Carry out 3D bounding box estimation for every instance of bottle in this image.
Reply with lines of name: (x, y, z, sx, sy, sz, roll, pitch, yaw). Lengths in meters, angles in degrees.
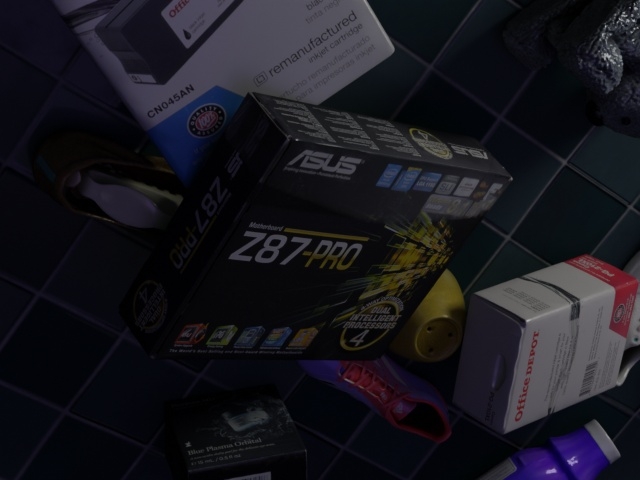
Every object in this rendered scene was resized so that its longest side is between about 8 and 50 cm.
bottle: (0.297, 0.363, 2.083, 0.283, 0.092, 0.118, -35, 122, 1)

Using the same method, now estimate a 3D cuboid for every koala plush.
koala plush: (0.378, -0.214, 1.768, 0.203, 0.196, 0.221, -38, 118, -8)

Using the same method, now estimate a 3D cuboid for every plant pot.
plant pot: (0.137, 0.107, 1.900, 0.134, 0.095, 0.134, -8, 118, -14)

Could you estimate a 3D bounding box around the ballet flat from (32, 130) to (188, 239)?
ballet flat: (-0.172, -0.041, 1.707, 0.342, 0.124, 0.116, 19, 109, -26)

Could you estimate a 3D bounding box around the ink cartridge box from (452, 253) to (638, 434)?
ink cartridge box: (0.297, 0.134, 1.915, 0.237, 0.100, 0.172, -15, 123, -39)

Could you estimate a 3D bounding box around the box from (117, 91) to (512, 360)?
box: (0.000, 0.000, 1.694, 0.395, 0.097, 0.318, 7, 124, -46)

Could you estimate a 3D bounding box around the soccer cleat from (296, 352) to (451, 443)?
soccer cleat: (0.075, 0.193, 1.922, 0.248, 0.095, 0.083, 31, 103, -29)

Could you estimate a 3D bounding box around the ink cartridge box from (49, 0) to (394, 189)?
ink cartridge box: (-0.146, -0.300, 1.559, 0.285, 0.166, 0.395, -35, 121, 0)

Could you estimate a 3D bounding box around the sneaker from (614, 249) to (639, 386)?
sneaker: (0.447, 0.106, 2.002, 0.080, 0.094, 0.212, 17, 109, -23)

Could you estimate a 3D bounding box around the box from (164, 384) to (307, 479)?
box: (-0.112, 0.275, 1.865, 0.156, 0.158, 0.093, -8, 119, -15)
